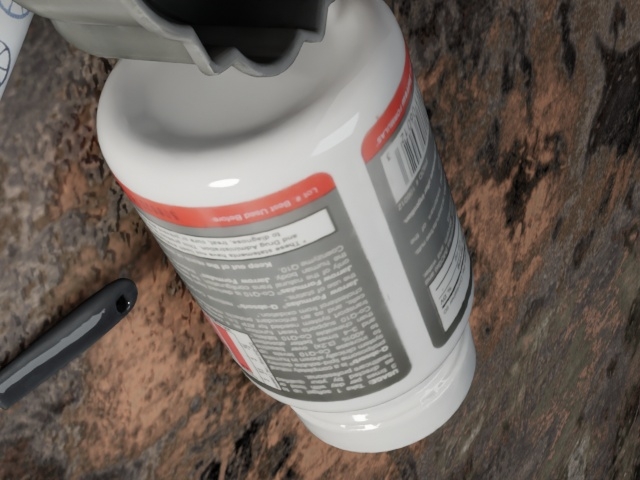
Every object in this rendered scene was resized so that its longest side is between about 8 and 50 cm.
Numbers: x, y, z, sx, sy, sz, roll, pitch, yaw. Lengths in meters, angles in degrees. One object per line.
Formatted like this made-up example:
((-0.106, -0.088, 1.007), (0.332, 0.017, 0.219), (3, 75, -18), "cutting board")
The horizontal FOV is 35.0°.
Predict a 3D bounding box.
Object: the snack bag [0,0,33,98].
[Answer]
((-0.281, -0.113, 0.458), (0.342, 0.037, 0.323), (31, 77, -56), "snack bag")

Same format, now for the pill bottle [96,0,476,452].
((0.000, 0.000, 0.768), (0.210, 0.210, 0.363), (-56, 143, -27), "pill bottle")

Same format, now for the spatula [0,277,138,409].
((-0.221, 0.119, 0.648), (0.296, 0.030, 0.084), (-48, 136, -35), "spatula")

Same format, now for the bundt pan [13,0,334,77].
((-0.100, -0.247, 0.552), (0.331, 0.124, 0.330), (5, 84, -62), "bundt pan")
